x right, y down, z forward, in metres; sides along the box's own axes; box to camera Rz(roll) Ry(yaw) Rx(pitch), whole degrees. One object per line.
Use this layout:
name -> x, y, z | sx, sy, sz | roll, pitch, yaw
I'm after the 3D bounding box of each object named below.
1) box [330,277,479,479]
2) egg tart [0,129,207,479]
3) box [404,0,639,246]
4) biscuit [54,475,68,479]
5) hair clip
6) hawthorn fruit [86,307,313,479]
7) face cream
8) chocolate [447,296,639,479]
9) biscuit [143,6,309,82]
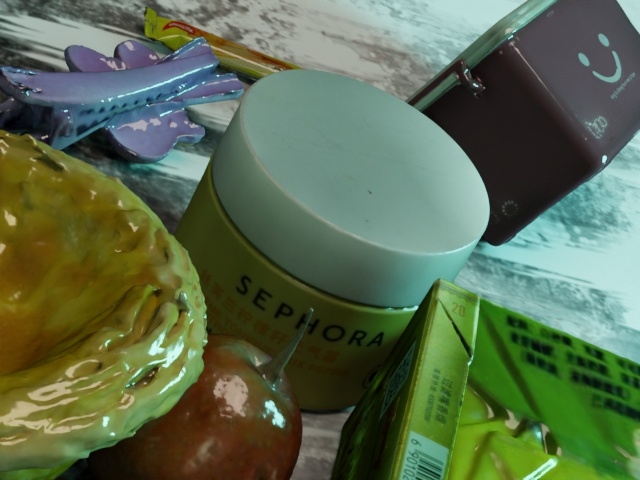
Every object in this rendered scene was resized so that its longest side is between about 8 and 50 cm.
box -> 0.043, 0.179, 1.414 | 0.043, 0.173, 0.311 | 26, 34, -6
egg tart -> -0.261, 0.058, 1.313 | 0.387, 0.169, 0.388 | 11, 28, -6
box -> 0.207, -0.131, 1.916 | 0.167, 0.193, 0.294 | 52, 35, -1
biscuit -> -0.205, 0.241, 1.271 | 0.262, 0.037, 0.262 | 20, 36, -15
hair clip -> -0.191, -0.123, 1.718 | 0.137, 0.090, 0.278 | 46, 32, 24
hawthorn fruit -> -0.069, 0.136, 1.400 | 0.189, 0.149, 0.149 | -25, 51, -2
face cream -> 0.000, 0.000, 1.605 | 0.218, 0.179, 0.218 | 20, 35, -15
chocolate -> 0.207, 0.219, 1.521 | 0.300, 0.137, 0.289 | 23, 34, -7
biscuit -> -0.036, -0.158, 1.922 | 0.292, 0.026, 0.048 | 19, 29, -17
